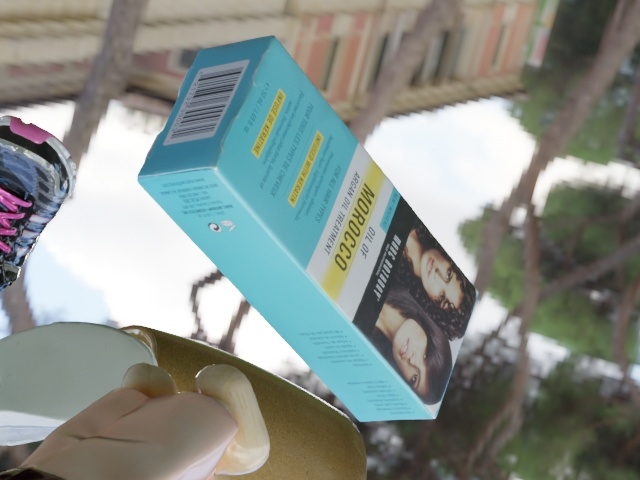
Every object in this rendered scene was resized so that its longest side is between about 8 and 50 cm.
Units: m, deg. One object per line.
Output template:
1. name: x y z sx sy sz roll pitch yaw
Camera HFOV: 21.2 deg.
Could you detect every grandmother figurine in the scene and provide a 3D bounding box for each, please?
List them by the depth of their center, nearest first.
1. grandmother figurine: -0.158 0.162 0.967 0.208 0.104 0.342 -11 -170 33

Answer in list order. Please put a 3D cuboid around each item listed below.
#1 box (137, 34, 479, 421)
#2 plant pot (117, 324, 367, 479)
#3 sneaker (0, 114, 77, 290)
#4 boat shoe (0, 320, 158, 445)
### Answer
1. box: 0.000 0.000 1.008 0.060 0.100 0.244 -6 139 38
2. plant pot: -0.123 0.199 1.658 0.254 0.237 0.237 43 176 -37
3. sneaker: -0.204 -0.011 1.079 0.063 0.170 0.075 30 -127 -5
4. boat shoe: -0.228 0.116 1.320 0.227 0.079 0.081 -9 161 10
